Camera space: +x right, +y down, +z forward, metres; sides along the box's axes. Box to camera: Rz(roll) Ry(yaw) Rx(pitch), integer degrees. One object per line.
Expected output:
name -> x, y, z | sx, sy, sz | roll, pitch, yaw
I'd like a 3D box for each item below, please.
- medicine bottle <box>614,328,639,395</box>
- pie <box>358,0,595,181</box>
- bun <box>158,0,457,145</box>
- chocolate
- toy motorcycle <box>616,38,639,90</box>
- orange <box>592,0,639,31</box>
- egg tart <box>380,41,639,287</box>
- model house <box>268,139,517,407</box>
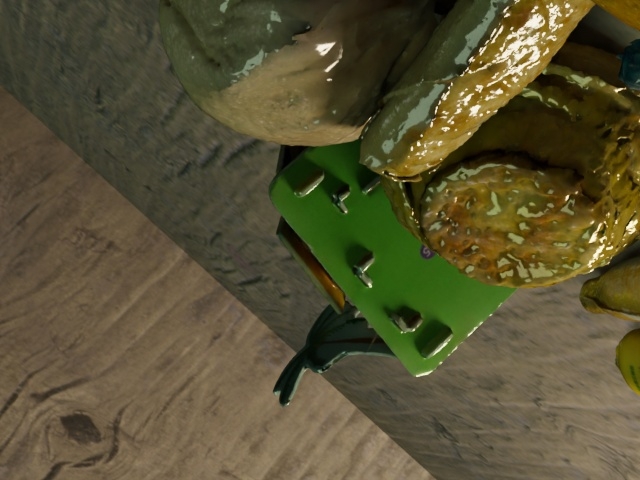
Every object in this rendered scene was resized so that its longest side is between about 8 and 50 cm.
medicine bottle -> 0.456, 0.157, 0.928 | 0.111, 0.076, 0.309 | 42, 163, -28
pie -> 0.130, -0.145, 0.634 | 0.068, 0.129, 0.282 | 55, 133, 20
bun -> 0.001, -0.207, 0.706 | 0.281, 0.281, 0.205 | 49, 153, -23
chocolate -> 0.340, 0.050, 0.922 | 0.086, 0.085, 0.219 | 42, 167, -2
toy motorcycle -> 0.305, -0.086, 0.620 | 0.204, 0.108, 0.239 | 24, 132, 31
orange -> 0.191, -0.203, 0.390 | 0.236, 0.236, 0.236 | 36, 162, 14
egg tart -> 0.179, -0.047, 0.806 | 0.294, 0.123, 0.294 | 16, 141, 13
model house -> 0.000, 0.000, 1.076 | 0.300, 0.340, 0.324 | 51, 172, -24
